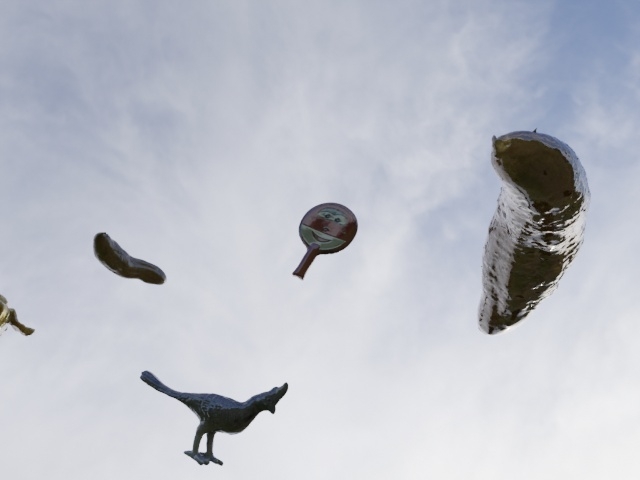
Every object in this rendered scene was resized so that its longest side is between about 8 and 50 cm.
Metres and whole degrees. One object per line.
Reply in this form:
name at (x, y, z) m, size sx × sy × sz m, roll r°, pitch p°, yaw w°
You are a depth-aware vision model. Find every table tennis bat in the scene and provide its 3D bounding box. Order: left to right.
table tennis bat at (0.000, 0.000, 1.093) m, size 0.155 × 0.098 × 0.019 m, roll -58°, pitch -21°, yaw -24°

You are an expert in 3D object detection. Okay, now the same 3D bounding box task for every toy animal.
toy animal at (-0.257, 0.419, 1.546) m, size 0.366 × 0.081 × 0.206 m, roll 2°, pitch -100°, yaw 14°

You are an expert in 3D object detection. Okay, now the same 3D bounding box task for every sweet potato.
sweet potato at (-0.367, 0.045, 1.259) m, size 0.053 × 0.054 × 0.182 m, roll -7°, pitch -33°, yaw 37°
sweet potato at (0.211, -0.005, 0.670) m, size 0.114 × 0.092 × 0.341 m, roll -32°, pitch -31°, yaw -12°

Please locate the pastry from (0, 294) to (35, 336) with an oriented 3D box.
pastry at (-0.482, 0.123, 0.789) m, size 0.250 × 0.154 × 0.102 m, roll -26°, pitch -88°, yaw -22°
